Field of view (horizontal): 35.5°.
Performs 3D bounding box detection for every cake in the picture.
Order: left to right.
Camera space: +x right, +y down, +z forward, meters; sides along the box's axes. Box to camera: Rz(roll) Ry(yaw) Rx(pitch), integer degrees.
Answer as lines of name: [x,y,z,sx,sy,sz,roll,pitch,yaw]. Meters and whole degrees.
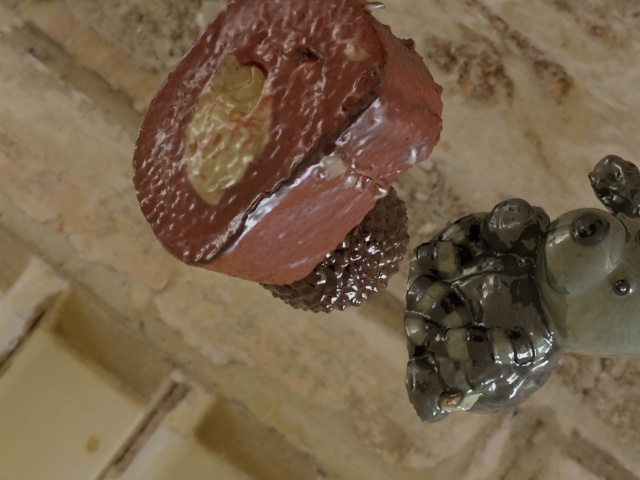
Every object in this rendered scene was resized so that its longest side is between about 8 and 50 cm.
cake: [-0.034,-0.097,0.886,0.177,0.283,0.151,51,-164,29]

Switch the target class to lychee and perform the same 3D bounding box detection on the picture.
lychee: [0.000,0.000,1.093,0.188,0.188,0.188,35,168,8]

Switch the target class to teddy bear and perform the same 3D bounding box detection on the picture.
teddy bear: [0.174,0.018,0.712,0.144,0.251,0.171,41,-147,-42]
